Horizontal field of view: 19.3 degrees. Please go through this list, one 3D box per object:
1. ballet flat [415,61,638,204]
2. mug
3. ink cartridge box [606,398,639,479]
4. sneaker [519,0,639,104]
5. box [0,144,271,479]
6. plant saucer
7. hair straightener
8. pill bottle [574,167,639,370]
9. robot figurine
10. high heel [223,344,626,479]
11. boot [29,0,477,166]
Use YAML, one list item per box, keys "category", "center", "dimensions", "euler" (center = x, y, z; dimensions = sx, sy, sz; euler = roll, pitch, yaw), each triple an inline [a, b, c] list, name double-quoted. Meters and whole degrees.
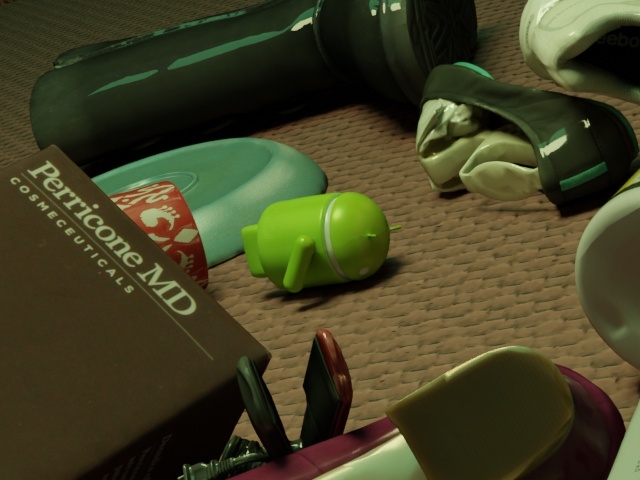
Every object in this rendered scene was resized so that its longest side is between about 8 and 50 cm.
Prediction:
- category: "ballet flat"
  center: [0.132, -0.082, 1.466]
  dimensions: [0.096, 0.095, 0.280]
  euler: [-36, 21, -16]
- category: "mug"
  center: [-0.187, 0.015, 1.450]
  dimensions: [0.169, 0.113, 0.150]
  euler: [-20, 29, -16]
- category: "ink cartridge box"
  center: [0.226, 0.089, 0.837]
  dimensions: [0.153, 0.086, 0.208]
  euler: [-10, 20, 26]
- category: "sneaker"
  center: [0.292, -0.132, 1.349]
  dimensions: [0.292, 0.110, 0.118]
  euler: [0, 17, 1]
- category: "box"
  center: [-0.226, 0.115, 0.968]
  dimensions: [0.381, 0.191, 0.143]
  euler: [-31, -23, -45]
- category: "plant saucer"
  center: [-0.151, -0.024, 1.656]
  dimensions: [0.318, 0.043, 0.317]
  euler: [-17, 18, 6]
- category: "hair straightener"
  center: [-0.036, 0.102, 0.981]
  dimensions: [0.089, 0.047, 0.230]
  euler: [-18, -13, -9]
- category: "pill bottle"
  center: [0.240, -0.013, 1.087]
  dimensions: [0.119, 0.119, 0.208]
  euler: [-6, 21, 36]
- category: "robot figurine"
  center: [0.000, 0.000, 1.380]
  dimensions: [0.115, 0.067, 0.101]
  euler: [-8, 8, 29]
- category: "high heel"
  center: [-0.026, 0.172, 0.900]
  dimensions: [0.377, 0.127, 0.181]
  euler: [-24, -22, 9]
- category: "boot"
  center: [-0.085, -0.170, 1.851]
  dimensions: [0.445, 0.146, 0.367]
  euler: [-10, 9, 14]
